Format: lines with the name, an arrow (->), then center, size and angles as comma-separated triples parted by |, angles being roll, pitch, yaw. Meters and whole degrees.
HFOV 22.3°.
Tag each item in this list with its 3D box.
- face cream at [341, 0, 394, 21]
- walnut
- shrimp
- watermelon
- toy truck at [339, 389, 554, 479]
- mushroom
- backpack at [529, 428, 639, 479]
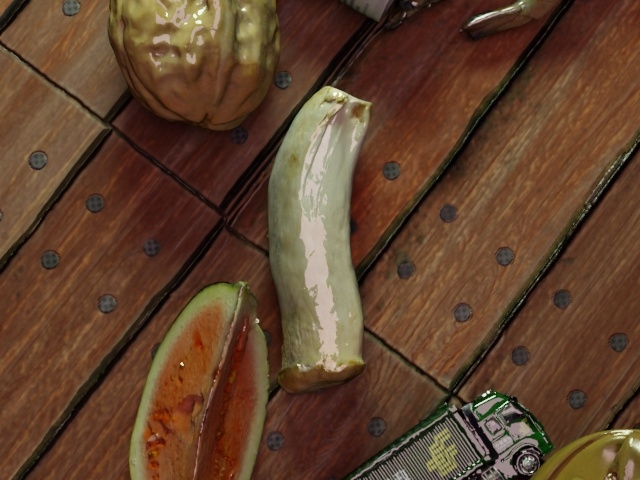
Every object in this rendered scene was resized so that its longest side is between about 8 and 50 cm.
face cream -> -0.054, -0.405, 1.863 | 0.369, 0.145, 0.145 | 31, 83, 0
walnut -> -0.142, -0.244, 1.821 | 0.198, 0.198, 0.245 | -2, 87, -3
shrimp -> 0.200, -0.304, 1.893 | 0.145, 0.059, 0.254 | 41, 108, -13
watermelon -> -0.114, 0.204, 1.804 | 0.128, 0.159, 0.303 | 18, 79, -30
toy truck -> 0.131, 0.266, 1.826 | 0.259, 0.088, 0.121 | -34, 86, -5
mushroom -> 0.000, 0.000, 1.843 | 0.122, 0.095, 0.351 | 1, 87, 23
backpack -> 0.349, 0.393, 1.743 | 0.353, 0.201, 0.378 | 23, 93, 17
